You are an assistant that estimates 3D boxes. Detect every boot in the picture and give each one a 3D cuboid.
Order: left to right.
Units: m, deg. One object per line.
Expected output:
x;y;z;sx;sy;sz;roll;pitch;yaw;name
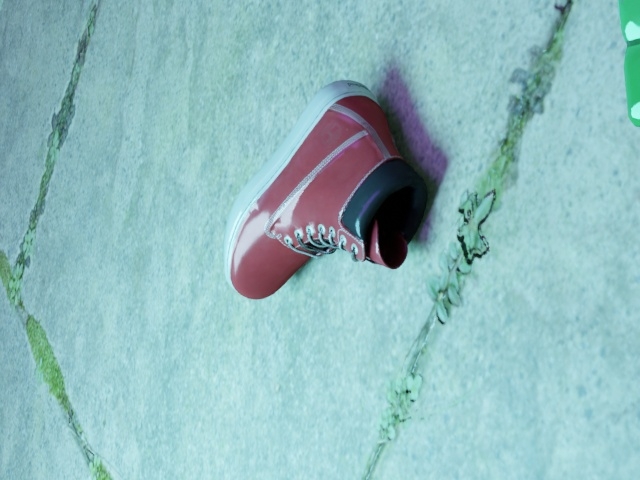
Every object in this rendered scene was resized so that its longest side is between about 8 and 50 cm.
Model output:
0.000;0.000;1.081;0.244;0.088;0.176;-56;41;30;boot

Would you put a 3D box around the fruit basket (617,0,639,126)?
0.308;-0.160;0.522;0.353;0.165;0.327;-5;92;39;fruit basket
